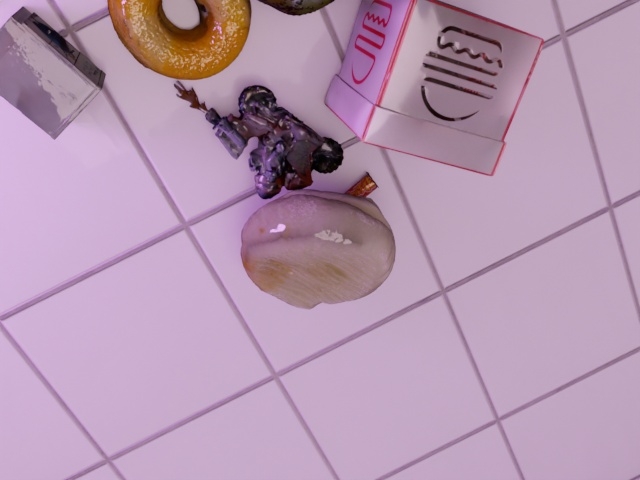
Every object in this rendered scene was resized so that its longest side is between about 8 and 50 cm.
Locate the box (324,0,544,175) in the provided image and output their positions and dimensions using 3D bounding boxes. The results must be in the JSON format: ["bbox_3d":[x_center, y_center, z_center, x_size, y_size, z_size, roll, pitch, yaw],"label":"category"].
[{"bbox_3d":[0.228,-0.348,1.613,0.314,0.312,0.300,12,109,-19],"label":"box"}]

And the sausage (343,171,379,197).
[{"bbox_3d":[0.072,-0.103,1.838,0.145,0.048,0.050,-39,112,9],"label":"sausage"}]

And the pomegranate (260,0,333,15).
[{"bbox_3d":[-0.039,-0.553,1.438,0.285,0.340,0.285,-8,124,-13],"label":"pomegranate"}]

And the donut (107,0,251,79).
[{"bbox_3d":[-0.281,-0.461,1.550,0.303,0.110,0.302,-7,119,-12],"label":"donut"}]

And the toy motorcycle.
[{"bbox_3d":[-0.144,-0.230,1.682,0.401,0.134,0.207,35,96,-26],"label":"toy motorcycle"}]

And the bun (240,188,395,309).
[{"bbox_3d":[0.000,0.000,1.739,0.365,0.219,0.365,2,149,1],"label":"bun"}]

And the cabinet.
[{"bbox_3d":[-0.560,-0.341,1.524,0.150,0.145,0.206,-44,116,9],"label":"cabinet"}]
